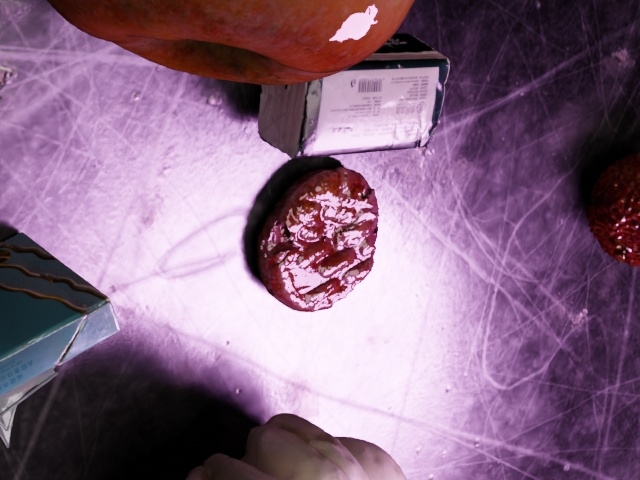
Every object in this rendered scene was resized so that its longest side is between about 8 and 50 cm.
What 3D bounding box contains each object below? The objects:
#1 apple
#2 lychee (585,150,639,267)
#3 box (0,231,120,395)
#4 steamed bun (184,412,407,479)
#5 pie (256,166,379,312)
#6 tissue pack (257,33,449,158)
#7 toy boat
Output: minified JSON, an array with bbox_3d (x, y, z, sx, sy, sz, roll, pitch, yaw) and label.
[{"bbox_3d":[-0.069,-0.289,1.415,0.338,0.338,0.305,14,82,-42],"label":"apple"},{"bbox_3d":[0.356,-0.036,1.996,0.123,0.123,0.129,29,92,-43],"label":"lychee"},{"bbox_3d":[-0.303,0.084,1.500,0.229,0.162,0.041,-29,127,-25],"label":"box"},{"bbox_3d":[-0.069,0.341,1.765,0.339,0.247,0.352,20,80,-59],"label":"steamed bun"},{"bbox_3d":[0.000,0.000,1.788,0.154,0.036,0.154,-16,119,-32],"label":"pie"},{"bbox_3d":[0.031,-0.138,1.710,0.170,0.090,0.103,-5,113,-35],"label":"tissue pack"},{"bbox_3d":[-0.301,0.145,1.618,0.149,0.034,0.105,-51,134,-7],"label":"toy boat"}]
